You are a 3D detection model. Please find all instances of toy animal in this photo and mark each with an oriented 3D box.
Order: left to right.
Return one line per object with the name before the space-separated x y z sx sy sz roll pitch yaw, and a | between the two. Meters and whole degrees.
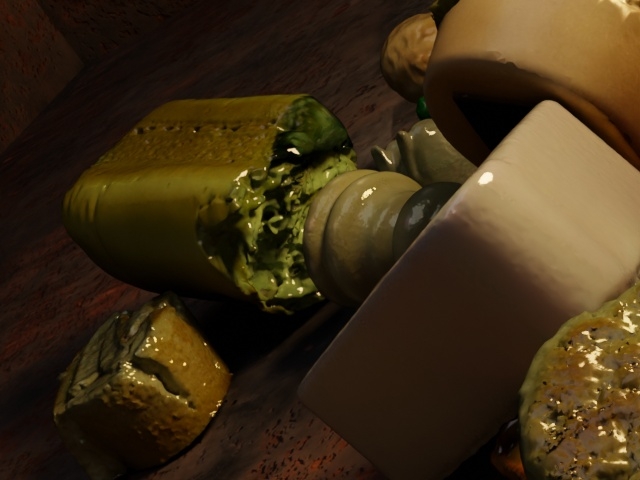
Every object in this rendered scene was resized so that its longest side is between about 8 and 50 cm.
toy animal | 0.171 -0.102 2.083 0.236 0.138 0.108 -17 -4 -32

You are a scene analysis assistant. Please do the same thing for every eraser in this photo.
eraser | 0.138 0.031 1.481 0.331 0.150 0.331 -48 0 0

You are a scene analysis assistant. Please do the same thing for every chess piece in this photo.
chess piece | 0.109 0.002 1.868 0.144 0.144 0.251 -45 25 -25

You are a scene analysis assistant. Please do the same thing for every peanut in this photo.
peanut | 0.198 -0.215 2.156 0.290 0.130 0.130 -15 26 33

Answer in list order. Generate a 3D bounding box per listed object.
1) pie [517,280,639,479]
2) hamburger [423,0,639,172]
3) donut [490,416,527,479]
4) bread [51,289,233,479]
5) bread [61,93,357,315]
pie | 0.294 0.101 1.137 0.371 0.078 0.296 14 55 40
hamburger | 0.234 -0.146 1.727 0.302 0.302 0.170 -5 50 60
donut | 0.244 0.126 1.301 0.259 0.101 0.152 -33 18 9
bread | -0.199 0.149 2.074 0.186 0.124 0.257 -36 15 4
bread | -0.111 -0.038 2.158 0.251 0.208 0.376 -41 28 -30
